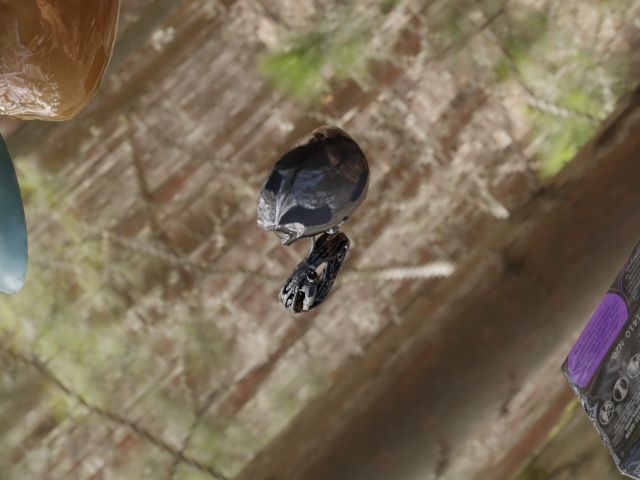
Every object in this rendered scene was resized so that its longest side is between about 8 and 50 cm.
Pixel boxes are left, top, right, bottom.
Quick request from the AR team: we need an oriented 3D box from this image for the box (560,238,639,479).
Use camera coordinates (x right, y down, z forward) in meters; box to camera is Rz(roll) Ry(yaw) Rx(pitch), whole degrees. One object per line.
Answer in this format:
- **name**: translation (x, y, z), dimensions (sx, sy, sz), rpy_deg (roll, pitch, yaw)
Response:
- **box**: translation (0.342, 0.110, 1.157), dimensions (0.270, 0.165, 0.143), rpy_deg (21, -159, -21)

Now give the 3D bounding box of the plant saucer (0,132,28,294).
- **plant saucer**: translation (-0.210, -0.023, 0.966), dimensions (0.119, 0.021, 0.119), rpy_deg (35, 131, 52)

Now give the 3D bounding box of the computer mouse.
- **computer mouse**: translation (0.000, 0.000, 1.006), dimensions (0.041, 0.071, 0.242), rpy_deg (48, 165, 18)

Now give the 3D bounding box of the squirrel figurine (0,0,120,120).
- **squirrel figurine**: translation (-0.195, -0.199, 0.507), dimensions (0.397, 0.281, 0.370), rpy_deg (62, 177, 3)
